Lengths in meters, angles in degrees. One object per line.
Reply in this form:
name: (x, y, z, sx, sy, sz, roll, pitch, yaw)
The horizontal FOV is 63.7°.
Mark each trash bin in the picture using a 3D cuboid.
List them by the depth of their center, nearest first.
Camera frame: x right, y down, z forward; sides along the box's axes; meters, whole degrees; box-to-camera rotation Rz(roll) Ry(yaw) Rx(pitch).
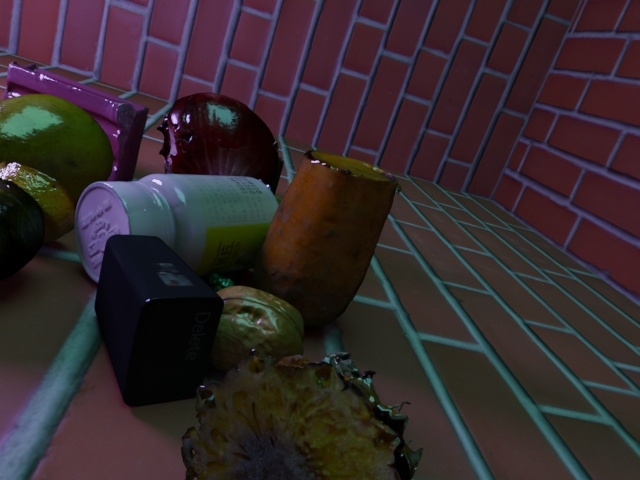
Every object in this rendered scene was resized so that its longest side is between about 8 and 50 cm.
trash bin: (-0.254, 0.103, 0.770, 0.114, 0.165, 0.225, 3, 22, -37)

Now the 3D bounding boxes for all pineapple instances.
pineapple: (0.012, 0.231, 0.632, 0.262, 0.263, 0.271, 25, 7, 16)

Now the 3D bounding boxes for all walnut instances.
walnut: (-0.114, 0.145, 0.825, 0.180, 0.144, 0.144, 13, 19, -5)

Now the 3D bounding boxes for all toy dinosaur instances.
toy dinosaur: (-0.178, 0.106, 1.013, 0.096, 0.059, 0.132, 21, 20, -35)

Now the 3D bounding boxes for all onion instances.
onion: (-0.266, -0.211, 1.343, 0.341, 0.342, 0.341, 17, 19, -6)

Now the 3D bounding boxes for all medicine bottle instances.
medicine bottle: (-0.267, -0.027, 1.038, 0.213, 0.214, 0.378, 31, 22, 31)

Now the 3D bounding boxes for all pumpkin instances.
pumpkin: (-0.561, -0.015, 0.802, 0.237, 0.159, 0.238, 3, 27, -1)

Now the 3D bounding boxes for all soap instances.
soap: (-0.680, -0.318, 1.421, 0.359, 0.233, 0.128, 21, 17, 3)

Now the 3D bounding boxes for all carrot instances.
carrot: (0.000, 0.000, 1.020, 0.224, 0.341, 0.224, 17, 19, -6)

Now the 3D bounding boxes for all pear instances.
pear: (-0.608, -0.184, 1.114, 0.252, 0.253, 0.307, 27, 32, 21)

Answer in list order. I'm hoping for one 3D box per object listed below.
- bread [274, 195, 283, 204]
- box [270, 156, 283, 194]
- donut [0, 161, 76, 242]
bread: (-0.106, -0.042, 1.424, 0.141, 0.091, 0.305, -2, 27, -32)
box: (-0.276, -0.221, 1.622, 0.273, 0.184, 0.143, 31, 23, 28)
donut: (-0.552, -0.062, 0.962, 0.178, 0.162, 0.066, 12, 43, 4)
